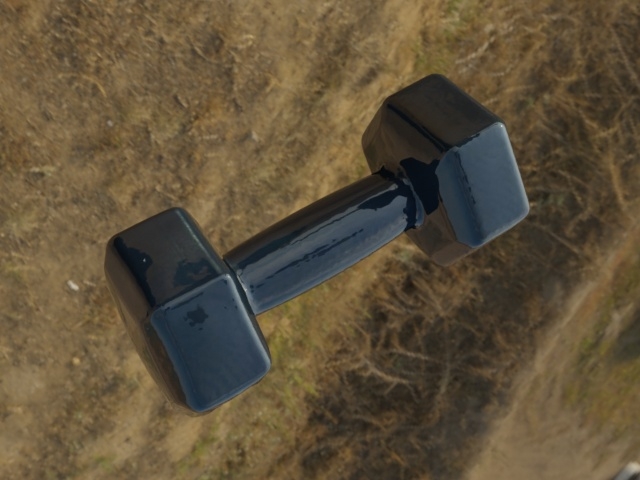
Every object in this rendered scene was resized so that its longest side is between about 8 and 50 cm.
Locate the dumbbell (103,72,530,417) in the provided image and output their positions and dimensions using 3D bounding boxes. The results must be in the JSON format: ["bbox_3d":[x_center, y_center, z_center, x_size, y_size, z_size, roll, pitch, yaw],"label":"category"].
[{"bbox_3d":[0.000,0.000,0.644,0.325,0.144,0.160,-29,114,-18],"label":"dumbbell"}]
